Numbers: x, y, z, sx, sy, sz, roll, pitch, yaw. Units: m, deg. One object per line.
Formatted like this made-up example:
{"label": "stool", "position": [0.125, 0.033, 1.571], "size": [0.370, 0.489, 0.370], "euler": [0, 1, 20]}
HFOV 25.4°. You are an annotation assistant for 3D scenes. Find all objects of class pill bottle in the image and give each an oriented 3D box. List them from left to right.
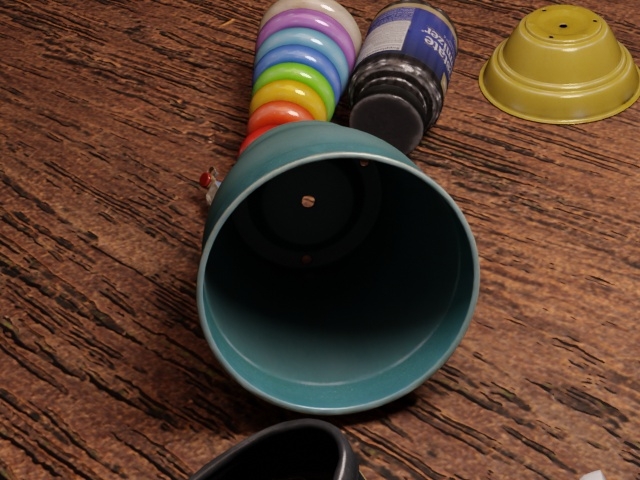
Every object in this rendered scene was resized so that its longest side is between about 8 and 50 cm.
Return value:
{"label": "pill bottle", "position": [0.101, -0.203, 1.798], "size": [0.122, 0.123, 0.219], "euler": [5, 39, 11]}

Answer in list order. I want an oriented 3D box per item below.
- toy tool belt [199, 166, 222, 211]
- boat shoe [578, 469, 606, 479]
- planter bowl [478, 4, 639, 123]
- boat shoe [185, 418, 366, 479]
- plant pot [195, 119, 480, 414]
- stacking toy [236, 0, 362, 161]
{"label": "toy tool belt", "position": [-0.108, -0.048, 1.687], "size": [0.051, 0.052, 0.083], "euler": [17, 25, -40]}
{"label": "boat shoe", "position": [0.218, 0.292, 1.172], "size": [0.084, 0.095, 0.258], "euler": [-18, 26, 16]}
{"label": "planter bowl", "position": [0.316, -0.248, 1.861], "size": [0.217, 0.090, 0.217], "euler": [-3, 38, 2]}
{"label": "boat shoe", "position": [-0.145, 0.310, 1.136], "size": [0.500, 0.156, 0.187], "euler": [-33, 48, -30]}
{"label": "plant pot", "position": [0.000, 0.000, 1.455], "size": [0.271, 0.272, 0.255], "euler": [-9, 23, -6]}
{"label": "stacking toy", "position": [-0.040, -0.169, 1.754], "size": [0.141, 0.141, 0.330], "euler": [4, 39, 10]}
